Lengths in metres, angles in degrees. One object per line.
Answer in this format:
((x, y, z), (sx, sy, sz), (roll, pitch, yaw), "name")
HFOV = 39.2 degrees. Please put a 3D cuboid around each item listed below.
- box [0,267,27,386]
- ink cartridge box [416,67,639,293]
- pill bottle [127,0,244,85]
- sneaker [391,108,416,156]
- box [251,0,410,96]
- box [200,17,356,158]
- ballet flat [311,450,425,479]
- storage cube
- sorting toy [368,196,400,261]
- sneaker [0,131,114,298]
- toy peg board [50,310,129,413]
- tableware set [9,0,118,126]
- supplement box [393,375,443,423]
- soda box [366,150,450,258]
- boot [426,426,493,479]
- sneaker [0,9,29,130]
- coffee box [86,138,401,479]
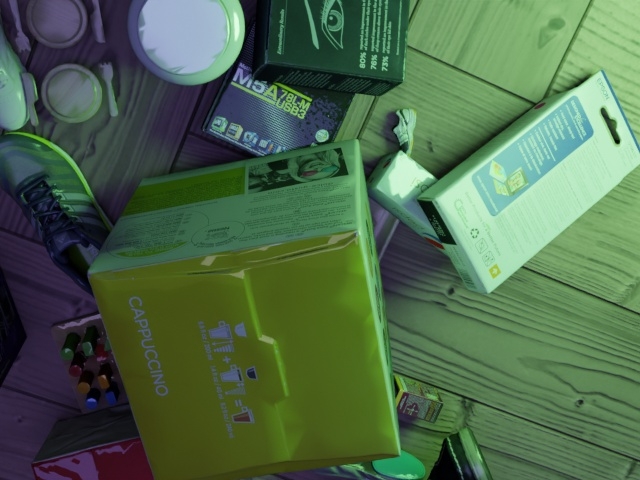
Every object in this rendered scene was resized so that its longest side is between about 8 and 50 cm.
((-0.520, 0.120, 1.285), (0.103, 0.261, 0.184), (-17, 108, -2), "box")
((0.334, -0.096, 1.393), (0.371, 0.069, 0.176), (-37, 108, -16), "ink cartridge box")
((-0.177, -0.288, 1.202), (0.152, 0.272, 0.152), (-2, 107, -6), "pill bottle")
((0.128, -0.165, 1.404), (0.037, 0.032, 0.083), (6, 100, 4), "sneaker")
((0.013, -0.299, 1.276), (0.207, 0.108, 0.153), (6, 86, -14), "box")
((-0.057, -0.208, 1.347), (0.190, 0.045, 0.184), (26, 94, -13), "box")
((0.073, 0.385, 1.544), (0.213, 0.072, 0.068), (16, 131, -10), "ballet flat")
((-0.324, 0.381, 1.415), (0.183, 0.215, 0.193), (-13, 101, -2), "storage cube")
((0.000, 0.000, 1.429), (0.208, 0.038, 0.193), (23, 102, -12), "sorting toy")
((-0.379, -0.034, 1.330), (0.111, 0.121, 0.300), (-38, 107, 4), "sneaker")
((-0.330, 0.197, 1.426), (0.161, 0.079, 0.161), (-15, 107, -2), "toy peg board")
((-0.370, -0.269, 1.307), (0.128, 0.039, 0.194), (-8, 106, -6), "tableware set")
((0.158, 0.269, 1.517), (0.083, 0.055, 0.043), (19, 104, -11), "supplement box")
((0.174, -0.047, 1.410), (0.216, 0.069, 0.074), (36, 78, -15), "soda box")
((0.138, 0.458, 1.467), (0.284, 0.138, 0.377), (-12, 141, -4), "boot")
((-0.479, -0.264, 1.267), (0.090, 0.095, 0.235), (-17, 109, -3), "sneaker")
((-0.083, 0.094, 1.249), (0.338, 0.334, 0.338), (-9, 114, 6), "coffee box")
